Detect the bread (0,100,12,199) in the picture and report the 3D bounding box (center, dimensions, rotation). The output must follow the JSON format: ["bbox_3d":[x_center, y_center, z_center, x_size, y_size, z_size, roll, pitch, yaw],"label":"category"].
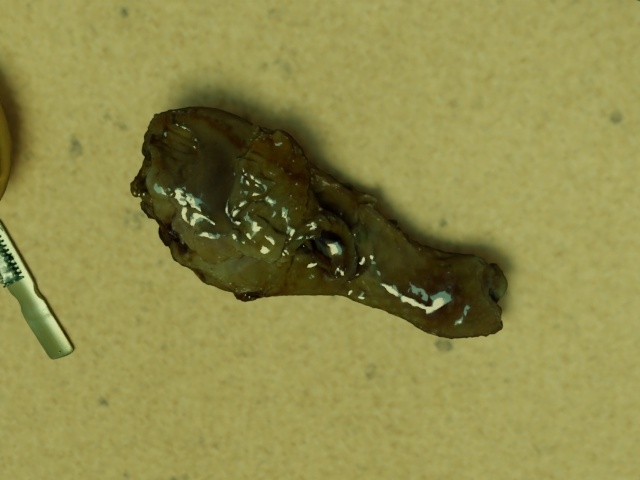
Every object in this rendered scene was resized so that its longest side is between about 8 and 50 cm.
[{"bbox_3d":[-0.212,-0.054,0.792,0.115,0.056,0.082,-2,111,10],"label":"bread"}]

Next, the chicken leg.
[{"bbox_3d":[0.000,0.000,0.757,0.198,0.069,0.085,23,88,-1],"label":"chicken leg"}]

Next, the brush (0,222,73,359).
[{"bbox_3d":[-0.160,0.028,0.829,0.016,0.013,0.083,-25,102,18],"label":"brush"}]
